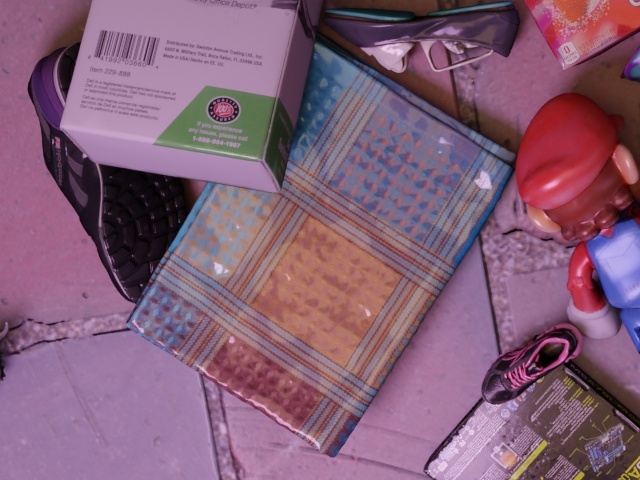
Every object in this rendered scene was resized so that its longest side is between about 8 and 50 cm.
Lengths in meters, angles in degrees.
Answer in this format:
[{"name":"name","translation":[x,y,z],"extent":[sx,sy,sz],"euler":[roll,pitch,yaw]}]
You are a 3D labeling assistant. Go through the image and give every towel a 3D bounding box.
[{"name":"towel","translation":[0.000,0.000,1.676],"extent":[0.271,0.040,0.370],"euler":[32,91,7]}]

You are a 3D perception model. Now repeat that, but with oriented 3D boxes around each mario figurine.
[{"name":"mario figurine","translation":[0.319,-0.008,1.603],"extent":[0.198,0.170,0.321],"euler":[-32,89,-5]}]

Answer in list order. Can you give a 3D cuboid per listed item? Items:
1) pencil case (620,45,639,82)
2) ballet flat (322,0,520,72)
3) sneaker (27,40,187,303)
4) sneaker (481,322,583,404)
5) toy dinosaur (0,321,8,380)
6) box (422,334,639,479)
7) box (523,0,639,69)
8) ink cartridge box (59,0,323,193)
[{"name":"pencil case","translation":[0.374,-0.146,1.589],"extent":[0.151,0.064,0.070],"euler":[35,142,8]},{"name":"ballet flat","translation":[0.101,-0.205,1.648],"extent":[0.203,0.074,0.074],"euler":[-1,98,12]},{"name":"sneaker","translation":[-0.233,-0.070,1.744],"extent":[0.124,0.107,0.283],"euler":[-8,100,54]},{"name":"sneaker","translation":[0.209,0.127,1.633],"extent":[0.119,0.057,0.047],"euler":[-39,89,15]},{"name":"toy dinosaur","translation":[-0.470,0.184,1.842],"extent":[0.313,0.121,0.160],"euler":[-7,85,20]},{"name":"box","translation":[0.235,0.227,1.692],"extent":[0.184,0.045,0.191],"euler":[39,105,4]},{"name":"box","translation":[0.317,-0.280,1.553],"extent":[0.256,0.122,0.128],"euler":[-29,90,16]},{"name":"ink cartridge box","translation":[-0.114,-0.213,1.623],"extent":[0.211,0.121,0.289],"euler":[10,77,12]}]
